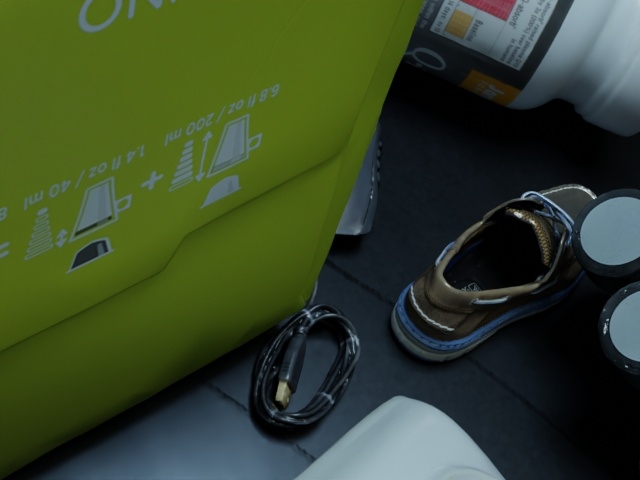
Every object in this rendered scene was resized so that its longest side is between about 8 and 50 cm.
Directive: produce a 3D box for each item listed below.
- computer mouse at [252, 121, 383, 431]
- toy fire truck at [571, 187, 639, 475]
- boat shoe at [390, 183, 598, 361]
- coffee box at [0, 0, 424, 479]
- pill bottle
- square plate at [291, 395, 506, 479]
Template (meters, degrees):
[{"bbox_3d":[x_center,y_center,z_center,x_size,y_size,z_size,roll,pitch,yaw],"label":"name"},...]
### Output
[{"bbox_3d":[0.000,0.000,0.680,0.071,0.041,0.242,15,52,-11],"label":"computer mouse"},{"bbox_3d":[0.291,0.053,0.633,0.158,0.246,0.217,45,29,-49],"label":"toy fire truck"},{"bbox_3d":[0.122,0.009,0.704,0.066,0.066,0.183,45,52,13],"label":"boat shoe"},{"bbox_3d":[-0.188,-0.111,0.483,0.337,0.338,0.334,-28,65,-34],"label":"coffee box"},{"bbox_3d":[0.108,-0.184,0.780,0.278,0.162,0.162,24,50,-3],"label":"pill bottle"},{"bbox_3d":[0.085,0.229,0.410,0.347,0.049,0.344,52,24,9],"label":"square plate"}]
